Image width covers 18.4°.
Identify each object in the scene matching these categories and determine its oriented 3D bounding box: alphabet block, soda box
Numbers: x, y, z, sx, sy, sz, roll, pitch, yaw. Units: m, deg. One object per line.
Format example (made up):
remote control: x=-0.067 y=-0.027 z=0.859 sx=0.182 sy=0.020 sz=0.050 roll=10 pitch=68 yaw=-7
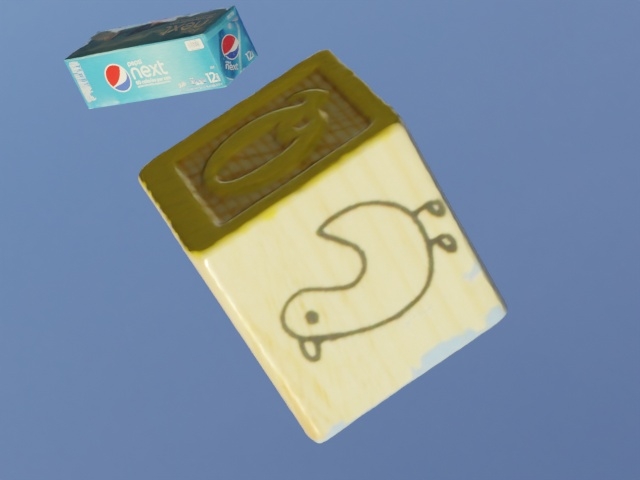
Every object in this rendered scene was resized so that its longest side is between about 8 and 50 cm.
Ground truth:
alphabet block: x=0.000 y=0.000 z=1.545 sx=0.192 sy=0.197 sz=0.193 roll=-35 pitch=-151 yaw=-4
soda box: x=-0.177 y=-0.201 z=2.179 sx=0.210 sy=0.067 sz=0.071 roll=-5 pitch=-149 yaw=38
